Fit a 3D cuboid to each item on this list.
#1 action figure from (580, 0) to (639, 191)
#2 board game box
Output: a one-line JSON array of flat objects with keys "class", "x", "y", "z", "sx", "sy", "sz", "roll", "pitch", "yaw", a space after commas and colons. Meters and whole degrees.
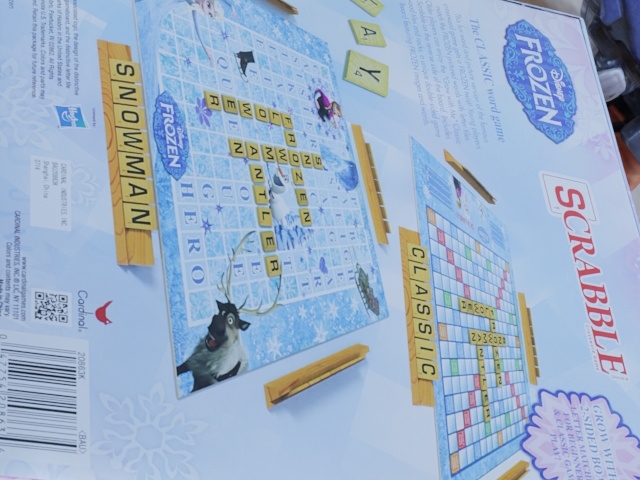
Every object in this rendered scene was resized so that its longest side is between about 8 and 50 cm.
[{"class": "action figure", "x": 0.183, "y": -0.114, "z": 1.035, "sx": 0.341, "sy": 0.330, "sz": 0.178, "roll": 57, "pitch": 19, "yaw": -35}, {"class": "board game box", "x": 0.000, "y": 0.000, "z": 0.686, "sx": 0.318, "sy": 0.066, "sz": 0.319, "roll": 10, "pitch": 50, "yaw": -21}]
